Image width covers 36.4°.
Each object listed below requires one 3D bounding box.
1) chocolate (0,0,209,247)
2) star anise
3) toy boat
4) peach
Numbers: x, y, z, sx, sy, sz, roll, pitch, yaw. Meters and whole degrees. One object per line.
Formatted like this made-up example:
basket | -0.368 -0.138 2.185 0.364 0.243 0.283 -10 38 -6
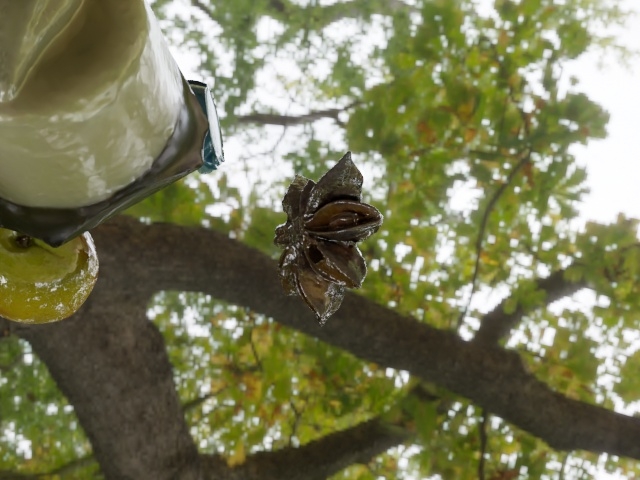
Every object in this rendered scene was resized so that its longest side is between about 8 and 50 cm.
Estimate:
chocolate | -0.329 -0.198 1.184 0.314 0.326 0.297 -29 173 -9
star anise | 0.002 -0.019 1.718 0.108 0.315 0.315 10 -160 -27
toy boat | -0.242 -0.210 1.789 0.102 0.088 0.215 -14 -120 6
peach | -0.488 0.035 1.651 0.230 0.231 0.231 5 -157 -2
